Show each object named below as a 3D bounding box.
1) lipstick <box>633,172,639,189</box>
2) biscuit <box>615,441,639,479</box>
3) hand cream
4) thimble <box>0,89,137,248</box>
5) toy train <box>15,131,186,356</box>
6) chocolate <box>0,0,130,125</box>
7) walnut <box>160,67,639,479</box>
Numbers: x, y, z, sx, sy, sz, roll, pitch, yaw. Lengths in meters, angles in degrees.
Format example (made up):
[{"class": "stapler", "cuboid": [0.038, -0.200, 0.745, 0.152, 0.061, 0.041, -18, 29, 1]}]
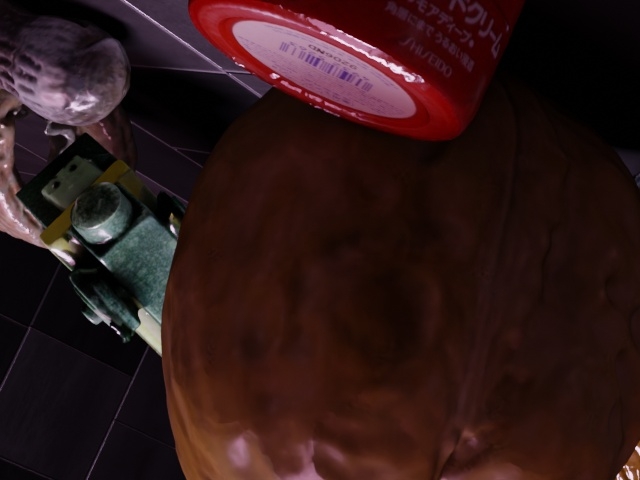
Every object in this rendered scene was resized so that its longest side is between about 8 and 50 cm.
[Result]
[{"class": "lipstick", "cuboid": [0.410, 0.054, 1.222, 0.371, 0.076, 0.080, 24, 169, 0]}, {"class": "biscuit", "cuboid": [0.264, 0.113, 1.463, 0.262, 0.262, 0.037, 19, -158, 26]}, {"class": "hand cream", "cuboid": [0.026, -0.152, 0.926, 0.193, 0.125, 0.193, 23, 172, 3]}, {"class": "thimble", "cuboid": [-0.330, -0.104, 1.758, 0.148, 0.196, 0.229, 15, 165, 44]}, {"class": "toy train", "cuboid": [-0.170, 0.047, 1.683, 0.253, 0.160, 0.397, 41, 173, 45]}, {"class": "chocolate", "cuboid": [-0.289, -0.182, 1.533, 0.248, 0.110, 0.110, 23, 171, 33]}, {"class": "walnut", "cuboid": [0.062, 0.052, 1.113, 0.354, 0.398, 0.308, 24, 160, -23]}]
